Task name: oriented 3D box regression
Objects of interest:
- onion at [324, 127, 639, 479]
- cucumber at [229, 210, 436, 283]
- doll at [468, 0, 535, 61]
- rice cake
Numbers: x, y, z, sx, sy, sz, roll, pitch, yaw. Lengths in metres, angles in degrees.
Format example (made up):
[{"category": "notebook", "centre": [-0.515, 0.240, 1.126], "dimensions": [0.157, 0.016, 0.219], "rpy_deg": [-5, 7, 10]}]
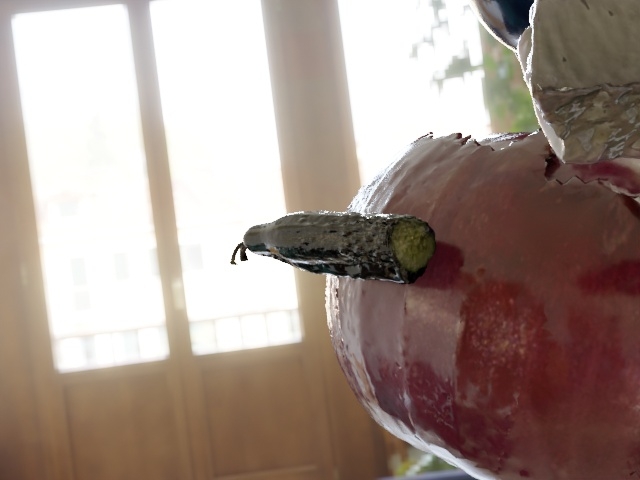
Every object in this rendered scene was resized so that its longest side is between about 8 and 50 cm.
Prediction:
[{"category": "onion", "centre": [0.165, 0.076, 0.906], "dimensions": [0.345, 0.358, 0.358], "rpy_deg": [-53, 16, -16]}, {"category": "cucumber", "centre": [0.000, 0.000, 0.824], "dimensions": [0.039, 0.043, 0.163], "rpy_deg": [-24, 20, -37]}, {"category": "doll", "centre": [0.230, -0.292, 1.190], "dimensions": [0.240, 0.310, 0.284], "rpy_deg": [10, -1, -17]}, {"category": "rice cake", "centre": [0.239, -0.076, 0.586], "dimensions": [0.365, 0.073, 0.056], "rpy_deg": [-6, -30, -18]}]
